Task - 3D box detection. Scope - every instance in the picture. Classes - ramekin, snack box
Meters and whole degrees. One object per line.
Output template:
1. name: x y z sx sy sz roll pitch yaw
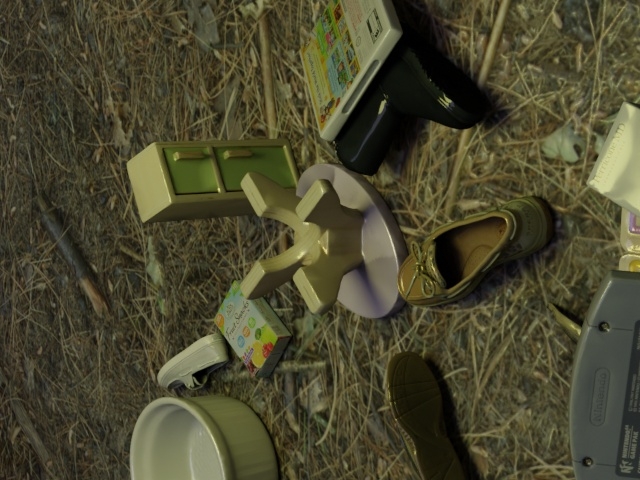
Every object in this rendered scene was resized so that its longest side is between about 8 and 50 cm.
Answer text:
1. ramekin: -0.197 0.397 2.225 0.277 0.135 0.277 6 98 47
2. snack box: -0.116 0.148 2.179 0.141 0.037 0.100 52 128 31

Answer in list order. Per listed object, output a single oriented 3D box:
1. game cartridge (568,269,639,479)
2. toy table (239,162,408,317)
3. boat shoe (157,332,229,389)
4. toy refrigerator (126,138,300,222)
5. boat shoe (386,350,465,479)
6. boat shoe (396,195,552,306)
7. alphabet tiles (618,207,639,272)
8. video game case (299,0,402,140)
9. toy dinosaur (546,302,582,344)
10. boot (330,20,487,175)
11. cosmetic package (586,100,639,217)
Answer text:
1. game cartridge: 0.395 0.181 1.524 0.198 0.062 0.297 7 108 12
2. toy table: 0.000 0.000 1.948 0.274 0.161 0.252 49 127 33
3. boat shoe: -0.223 0.230 2.293 0.184 0.066 0.063 -36 67 33
4. toy refrigerator: -0.159 -0.097 2.026 0.094 0.269 0.102 -29 72 45
5. boat shoe: 0.146 0.274 1.881 0.073 0.080 0.223 111 141 -70
6. boat shoe: 0.191 0.016 1.791 0.285 0.089 0.104 -37 68 44
7. alphabet tiles: 0.478 0.033 1.534 0.284 0.021 0.278 11 103 47
8. video game case: 0.040 -0.290 1.897 0.206 0.026 0.227 -56 31 33
9. toy dinosaur: 0.374 0.136 1.619 0.268 0.064 0.118 50 146 35
10. boot: 0.115 -0.172 1.847 0.246 0.094 0.207 52 126 39
11. cosmetic package: 0.433 -0.062 1.499 0.231 0.085 0.117 37 114 40
